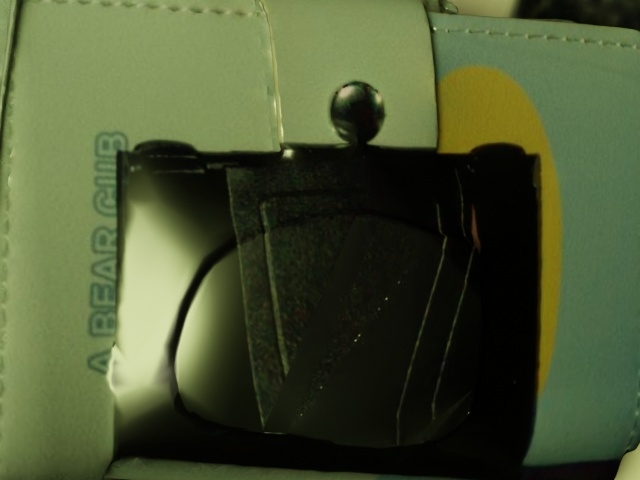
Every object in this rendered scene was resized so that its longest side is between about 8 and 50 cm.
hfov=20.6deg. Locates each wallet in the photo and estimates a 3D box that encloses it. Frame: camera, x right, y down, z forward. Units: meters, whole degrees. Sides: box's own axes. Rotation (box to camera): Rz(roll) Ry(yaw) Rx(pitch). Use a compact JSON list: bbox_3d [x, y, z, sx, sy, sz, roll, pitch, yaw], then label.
[{"bbox_3d":[0.000,0.000,0.534,0.069,0.231,0.170,-173,88,-66],"label":"wallet"}]

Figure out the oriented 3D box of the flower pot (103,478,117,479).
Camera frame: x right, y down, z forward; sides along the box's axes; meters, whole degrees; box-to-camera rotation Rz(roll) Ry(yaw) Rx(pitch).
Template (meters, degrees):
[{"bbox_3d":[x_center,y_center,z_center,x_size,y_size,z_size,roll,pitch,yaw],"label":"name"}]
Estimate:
[{"bbox_3d":[-0.197,0.038,0.632,0.243,0.265,0.265,5,96,5],"label":"flower pot"}]
